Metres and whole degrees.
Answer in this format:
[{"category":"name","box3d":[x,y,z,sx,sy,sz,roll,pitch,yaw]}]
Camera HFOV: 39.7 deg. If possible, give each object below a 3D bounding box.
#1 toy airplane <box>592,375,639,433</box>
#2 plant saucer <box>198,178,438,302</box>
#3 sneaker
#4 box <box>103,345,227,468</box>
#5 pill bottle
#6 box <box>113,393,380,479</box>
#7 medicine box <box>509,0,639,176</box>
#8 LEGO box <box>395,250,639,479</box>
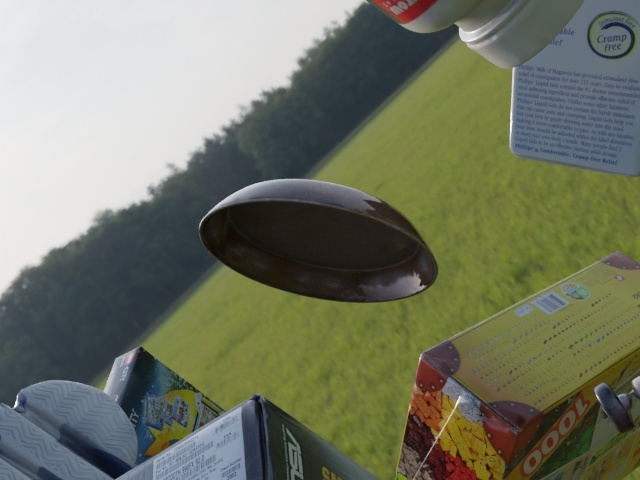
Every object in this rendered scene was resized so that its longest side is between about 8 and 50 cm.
[{"category":"toy airplane","box3d":[0.481,0.309,1.002,0.272,0.384,0.386,-111,29,-48]},{"category":"plant saucer","box3d":[0.000,0.000,0.621,0.168,0.168,0.029,143,141,-61]},{"category":"sneaker","box3d":[-0.247,0.251,0.580,0.315,0.127,0.182,-44,-16,-48]},{"category":"box","box3d":[-0.174,0.248,0.919,0.044,0.159,0.233,-28,33,31]},{"category":"pill bottle","box3d":[0.049,-0.170,0.451,0.108,0.180,0.108,-51,18,24]},{"category":"box","box3d":[-0.055,0.181,0.391,0.231,0.183,0.056,-34,37,19]},{"category":"medicine box","box3d":[0.325,-0.258,0.962,0.149,0.289,0.263,14,34,29]},{"category":"LEGO box","box3d":[0.367,0.283,1.442,0.500,0.193,0.373,-21,-48,-35]}]
